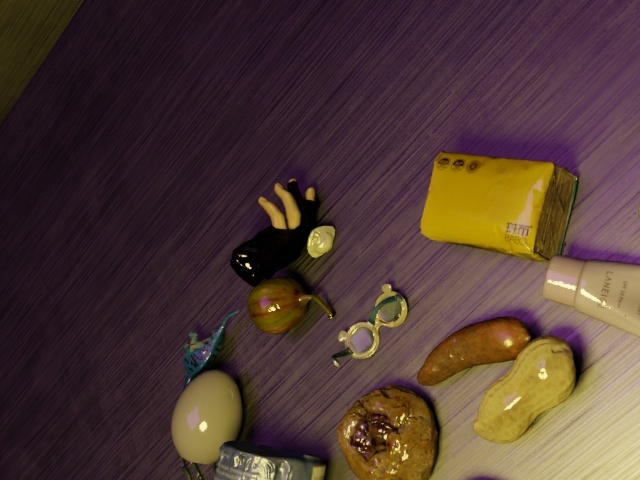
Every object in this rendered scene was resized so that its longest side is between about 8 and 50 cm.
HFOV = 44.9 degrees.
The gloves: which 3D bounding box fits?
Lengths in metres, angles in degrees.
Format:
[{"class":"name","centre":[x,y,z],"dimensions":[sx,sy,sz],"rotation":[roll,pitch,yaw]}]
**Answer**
[{"class":"gloves","centre":[-0.104,-0.019,1.907],"dimensions":[0.197,0.152,0.301],"rotation":[119,176,-70]}]

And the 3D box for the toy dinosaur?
[{"class":"toy dinosaur","centre":[-0.319,0.299,2.063],"dimensions":[0.329,0.076,0.144],"rotation":[-57,25,3]}]

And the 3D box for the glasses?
[{"class":"glasses","centre":[0.107,0.210,1.682],"dimensions":[0.088,0.220,0.190],"rotation":[41,107,-1]}]

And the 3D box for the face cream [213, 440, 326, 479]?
[{"class":"face cream","centre":[-0.123,0.573,1.726],"dimensions":[0.249,0.249,0.225],"rotation":[0,75,41]}]

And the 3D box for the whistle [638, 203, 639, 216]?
[{"class":"whistle","centre":[0.657,-0.084,1.345],"dimensions":[0.223,0.123,0.123],"rotation":[-19,65,52]}]

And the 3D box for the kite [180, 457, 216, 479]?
[{"class":"kite","centre":[-0.270,0.651,1.986],"dimensions":[0.169,0.015,0.310],"rotation":[-47,55,21]}]

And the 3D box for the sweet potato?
[{"class":"sweet potato","centre":[0.306,0.222,1.570],"dimensions":[0.292,0.097,0.097],"rotation":[-31,59,41]}]

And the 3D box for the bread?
[{"class":"bread","centre":[0.136,0.419,1.633],"dimensions":[0.230,0.123,0.230],"rotation":[-12,72,40]}]

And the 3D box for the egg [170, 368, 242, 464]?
[{"class":"egg","centre":[-0.283,0.440,1.948],"dimensions":[0.176,0.176,0.232],"rotation":[-4,71,40]}]

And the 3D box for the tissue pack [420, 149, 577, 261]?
[{"class":"tissue pack","centre":[0.355,-0.072,1.574],"dimensions":[0.271,0.134,0.192],"rotation":[11,86,42]}]

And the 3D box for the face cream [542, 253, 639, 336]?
[{"class":"face cream","centre":[0.548,0.100,1.402],"dimensions":[0.274,0.096,0.154],"rotation":[15,84,29]}]

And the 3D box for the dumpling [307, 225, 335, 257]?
[{"class":"dumpling","centre":[0.001,0.001,1.909],"dimensions":[0.076,0.057,0.052],"rotation":[-34,58,29]}]

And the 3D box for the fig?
[{"class":"fig","centre":[-0.089,0.155,1.884],"dimensions":[0.186,0.142,0.148],"rotation":[-25,82,44]}]

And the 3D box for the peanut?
[{"class":"peanut","centre":[0.389,0.289,1.458],"dimensions":[0.123,0.123,0.257],"rotation":[53,122,37]}]
